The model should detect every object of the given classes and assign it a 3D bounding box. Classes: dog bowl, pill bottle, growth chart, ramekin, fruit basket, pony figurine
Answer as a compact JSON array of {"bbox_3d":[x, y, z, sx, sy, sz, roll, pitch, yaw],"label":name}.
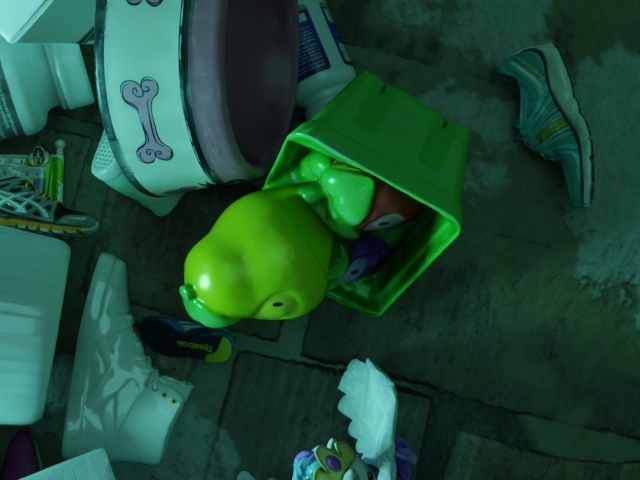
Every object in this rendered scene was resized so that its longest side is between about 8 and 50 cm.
[{"bbox_3d":[-0.141,-0.255,1.333,0.151,0.408,0.407,5,78,15],"label":"dog bowl"},{"bbox_3d":[-0.493,-0.218,1.419,0.319,0.176,0.176,-16,82,-11],"label":"pill bottle"},{"bbox_3d":[-0.488,-0.056,1.469,0.237,0.021,0.171,-5,81,-9],"label":"growth chart"},{"bbox_3d":[-0.414,0.112,1.323,0.135,0.277,0.277,9,78,-15],"label":"ramekin"},{"bbox_3d":[0.000,0.000,1.350,0.283,0.392,0.392,29,76,-2],"label":"fruit basket"},{"bbox_3d":[0.075,0.345,1.339,0.363,0.351,0.302,42,79,-18],"label":"pony figurine"},{"bbox_3d":[-0.010,-0.265,1.531,0.112,0.112,0.186,-20,82,-12],"label":"pill bottle"}]

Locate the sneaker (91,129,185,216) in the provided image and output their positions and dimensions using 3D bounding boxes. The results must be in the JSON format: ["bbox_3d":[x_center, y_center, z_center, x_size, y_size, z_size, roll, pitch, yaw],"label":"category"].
[{"bbox_3d":[-0.242,-0.155,1.504,0.151,0.094,0.255,43,47,-37],"label":"sneaker"}]

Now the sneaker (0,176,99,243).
[{"bbox_3d":[-0.419,-0.048,1.425,0.215,0.084,0.083,11,75,-5],"label":"sneaker"}]

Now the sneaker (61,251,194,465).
[{"bbox_3d":[-0.258,0.170,1.416,0.169,0.108,0.292,7,88,-4],"label":"sneaker"}]

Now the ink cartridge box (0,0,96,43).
[{"bbox_3d":[-0.358,-0.418,1.356,0.166,0.395,0.285,-44,87,18],"label":"ink cartridge box"}]

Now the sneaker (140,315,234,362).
[{"bbox_3d":[-0.191,0.140,1.461,0.144,0.059,0.053,14,109,10],"label":"sneaker"}]

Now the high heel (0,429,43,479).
[{"bbox_3d":[-0.452,0.441,1.317,0.181,0.127,0.377,1,82,-19],"label":"high heel"}]

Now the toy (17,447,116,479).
[{"bbox_3d":[-0.358,0.365,1.237,0.237,0.056,0.136,-18,68,-17],"label":"toy"}]

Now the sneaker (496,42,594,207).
[{"bbox_3d":[0.362,-0.175,1.590,0.110,0.107,0.275,-20,77,8],"label":"sneaker"}]

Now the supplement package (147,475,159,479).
[{"bbox_3d":[-0.173,0.474,1.330,0.293,0.177,0.175,41,76,0],"label":"supplement package"}]
